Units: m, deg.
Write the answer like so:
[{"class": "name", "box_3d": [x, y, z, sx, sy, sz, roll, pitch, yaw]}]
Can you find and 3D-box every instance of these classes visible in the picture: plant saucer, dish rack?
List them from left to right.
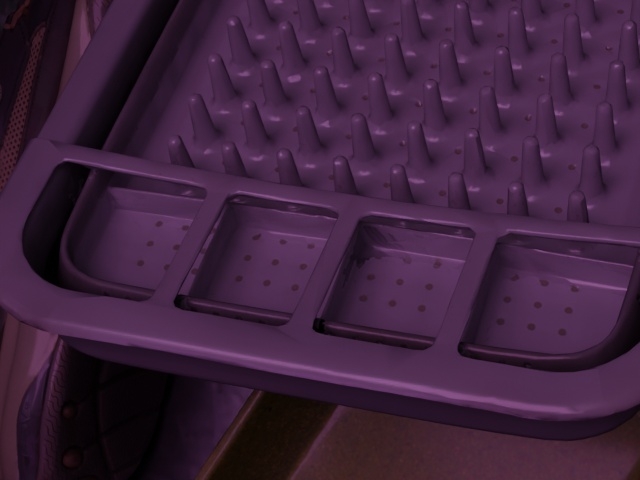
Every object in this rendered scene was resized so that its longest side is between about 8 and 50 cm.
[{"class": "dish rack", "box_3d": [0.042, -0.057, 0.767, 0.285, 0.072, 0.333, 8, 52, 18]}, {"class": "plant saucer", "box_3d": [0.062, 0.099, 0.808, 0.188, 0.045, 0.188, 36, 96, 21]}]

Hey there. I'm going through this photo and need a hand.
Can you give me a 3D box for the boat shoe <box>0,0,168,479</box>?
[{"class": "boat shoe", "box_3d": [-0.136, -0.051, 0.879, 0.130, 0.132, 0.355, 8, 81, 23]}]
